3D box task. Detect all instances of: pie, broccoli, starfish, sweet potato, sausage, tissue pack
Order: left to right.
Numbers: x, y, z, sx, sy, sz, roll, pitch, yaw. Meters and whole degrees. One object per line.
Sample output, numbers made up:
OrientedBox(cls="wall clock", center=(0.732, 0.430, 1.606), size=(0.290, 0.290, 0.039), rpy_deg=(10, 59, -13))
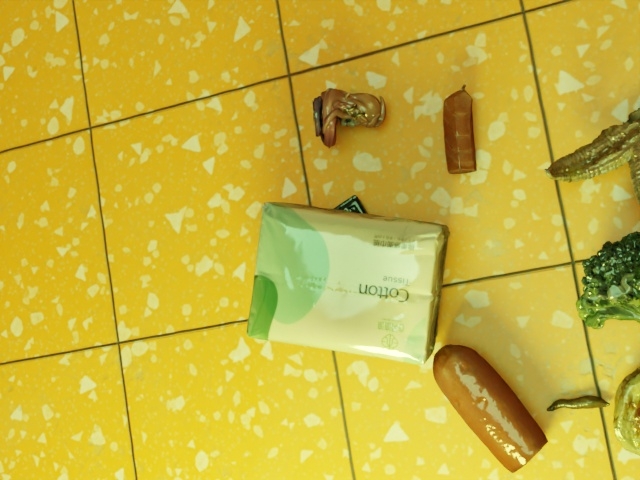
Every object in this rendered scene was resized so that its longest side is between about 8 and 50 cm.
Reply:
OrientedBox(cls="tissue pack", center=(0.054, 0.075, 1.657), size=(0.356, 0.194, 0.266), rpy_deg=(7, 93, 14))
OrientedBox(cls="sausage", center=(0.271, -0.217, 1.684), size=(0.065, 0.065, 0.169), rpy_deg=(-5, 84, 18))
OrientedBox(cls="sausage", center=(0.309, 0.304, 1.612), size=(0.113, 0.113, 0.259), rpy_deg=(-41, 76, 12))
OrientedBox(cls="sweet potato", center=(0.478, 0.302, 1.601), size=(0.115, 0.026, 0.026), rpy_deg=(-7, 84, 21))
OrientedBox(cls="broccoli", center=(0.566, 0.129, 1.528), size=(0.198, 0.177, 0.275), rpy_deg=(-24, 96, 18))
OrientedBox(cls="starfish", center=(0.586, -0.195, 1.509), size=(0.398, 0.132, 0.384), rpy_deg=(-37, 44, 6))
OrientedBox(cls="pie", center=(0.623, 0.311, 1.519), size=(0.205, 0.084, 0.179), rpy_deg=(18, 92, 16))

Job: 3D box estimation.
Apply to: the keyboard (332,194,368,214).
OrientedBox(cls="keyboard", center=(0.000, 0.000, 1.781), size=(0.230, 0.025, 0.094), rpy_deg=(-32, 79, 14))

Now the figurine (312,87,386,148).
OrientedBox(cls="figurine", center=(0.050, -0.260, 1.737), size=(0.157, 0.126, 0.114), rpy_deg=(-18, 124, 18))
